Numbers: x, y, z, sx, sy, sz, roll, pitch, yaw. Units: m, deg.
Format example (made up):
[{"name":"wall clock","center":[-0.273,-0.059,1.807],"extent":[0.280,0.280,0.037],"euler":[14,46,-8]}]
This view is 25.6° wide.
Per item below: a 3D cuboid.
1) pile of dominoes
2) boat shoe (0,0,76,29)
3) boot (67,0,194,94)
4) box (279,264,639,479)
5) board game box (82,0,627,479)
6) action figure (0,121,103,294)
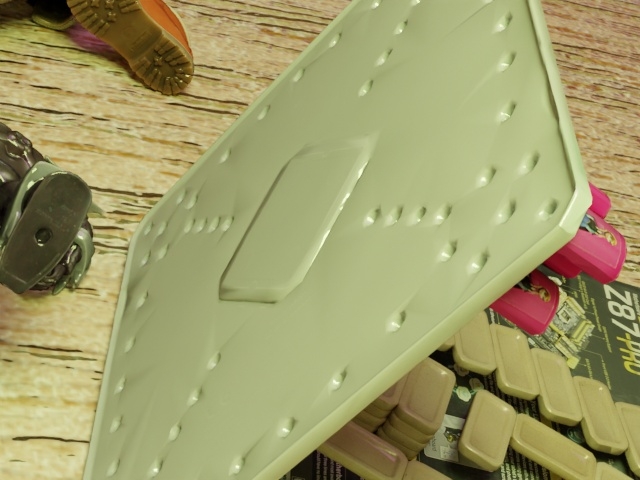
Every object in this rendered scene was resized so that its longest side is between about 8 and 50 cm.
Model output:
[{"name":"pile of dominoes","center":[0.103,0.125,0.866],"extent":[0.251,0.040,0.196],"euler":[31,35,-2]},{"name":"boat shoe","center":[-0.246,-0.240,1.286],"extent":[0.095,0.095,0.257],"euler":[2,6,26]},{"name":"boot","center":[-0.172,-0.208,1.263],"extent":[0.158,0.059,0.084],"euler":[50,21,-24]},{"name":"box","center":[0.096,0.139,0.939],"extent":[0.318,0.097,0.395],"euler":[14,35,-10]},{"name":"board game box","center":[0.000,0.000,0.836],"extent":[0.050,0.390,0.390],"euler":[35,29,-22]},{"name":"action figure","center":[-0.226,-0.034,0.943],"extent":[0.185,0.099,0.285],"euler":[28,2,-14]}]
